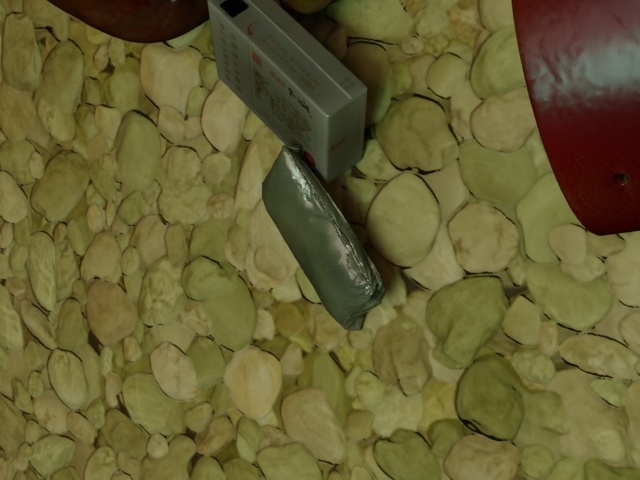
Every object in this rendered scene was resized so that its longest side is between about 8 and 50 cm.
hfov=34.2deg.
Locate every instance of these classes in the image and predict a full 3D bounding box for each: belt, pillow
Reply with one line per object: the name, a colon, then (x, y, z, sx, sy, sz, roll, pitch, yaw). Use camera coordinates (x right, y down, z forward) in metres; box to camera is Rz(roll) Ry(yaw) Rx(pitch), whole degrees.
belt: (0.255, -0.161, 0.874, 0.115, 0.227, 0.324, -10, 111, 31)
pillow: (0.000, 0.000, 1.149, 0.208, 0.053, 0.119, 59, 150, 10)

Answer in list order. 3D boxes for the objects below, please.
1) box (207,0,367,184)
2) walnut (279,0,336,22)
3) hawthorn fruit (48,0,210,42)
box: (-0.037, -0.173, 1.130, 0.201, 0.058, 0.141, 46, 161, 22)
walnut: (0.008, -0.338, 1.091, 0.137, 0.137, 0.245, 36, 113, 25)
hawthorn fruit: (-0.216, -0.385, 1.141, 0.308, 0.308, 0.325, -45, 60, 27)
